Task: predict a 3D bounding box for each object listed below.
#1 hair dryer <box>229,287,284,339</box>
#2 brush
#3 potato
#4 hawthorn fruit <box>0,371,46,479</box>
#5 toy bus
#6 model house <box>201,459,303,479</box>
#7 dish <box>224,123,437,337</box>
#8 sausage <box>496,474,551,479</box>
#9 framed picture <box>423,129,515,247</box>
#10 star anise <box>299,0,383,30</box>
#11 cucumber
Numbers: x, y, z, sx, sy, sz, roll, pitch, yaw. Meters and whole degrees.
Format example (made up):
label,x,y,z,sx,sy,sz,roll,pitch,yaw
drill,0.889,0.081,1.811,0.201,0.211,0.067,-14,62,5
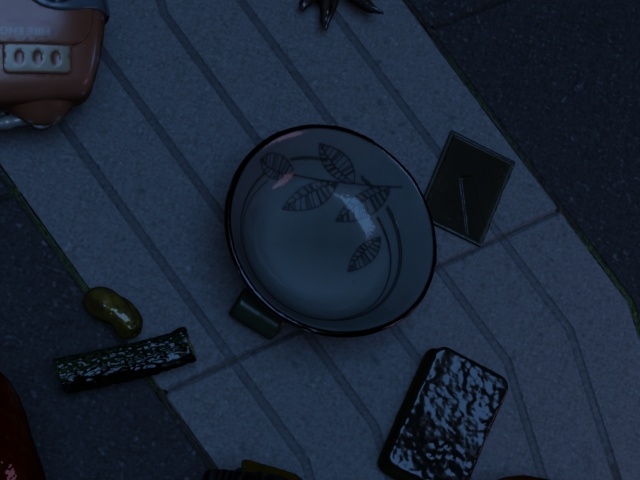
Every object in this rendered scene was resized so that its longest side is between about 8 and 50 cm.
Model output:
label,x,y,z,sx,sy,sz,roll,pitch,yaw
hair dryer,-0.064,0.062,1.920,0.071,0.047,0.150,33,60,-8
brush,0.172,0.254,1.909,0.123,0.059,0.197,27,71,-4
potato,-0.276,0.096,1.851,0.092,0.046,0.045,35,113,5
hawthorn fruit,-0.455,0.258,1.607,0.285,0.284,0.368,7,115,-12
toy bus,-0.427,-0.261,1.844,0.288,0.194,0.232,-3,89,-15
model house,-0.063,0.416,1.711,0.230,0.249,0.280,17,72,-10
dish,0.000,0.000,1.897,0.317,0.106,0.316,10,65,-22
sausage,0.330,0.394,1.878,0.258,0.133,0.133,14,73,-6
framed picture,0.215,-0.077,2.032,0.109,0.011,0.149,26,72,-5
star anise,0.012,-0.400,2.042,0.195,0.065,0.182,-8,82,-20
cucumber,-0.258,0.160,1.832,0.187,0.058,0.058,-12,79,-15
